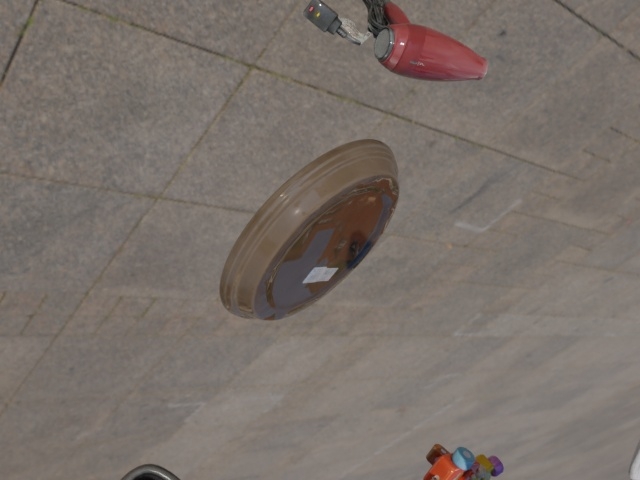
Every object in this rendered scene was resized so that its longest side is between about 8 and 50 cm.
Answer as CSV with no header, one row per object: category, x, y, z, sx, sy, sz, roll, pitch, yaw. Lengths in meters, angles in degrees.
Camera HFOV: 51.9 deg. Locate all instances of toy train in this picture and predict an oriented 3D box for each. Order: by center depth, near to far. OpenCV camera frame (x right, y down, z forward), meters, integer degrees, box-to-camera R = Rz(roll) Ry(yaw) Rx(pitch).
toy train,0.108,0.244,0.630,0.125,0.046,0.166,0,125,-43

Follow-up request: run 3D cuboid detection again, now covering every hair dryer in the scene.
hair dryer,0.136,-0.339,1.036,0.223,0.294,0.080,-54,178,-45

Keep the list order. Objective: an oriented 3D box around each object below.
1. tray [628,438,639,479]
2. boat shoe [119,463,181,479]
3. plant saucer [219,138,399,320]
tray,0.333,0.109,0.453,0.271,0.030,0.145,13,103,-20
boat shoe,-0.070,0.295,0.393,0.112,0.335,0.095,-11,142,-31
plant saucer,0.000,0.000,0.795,0.278,0.041,0.278,-38,157,-19
